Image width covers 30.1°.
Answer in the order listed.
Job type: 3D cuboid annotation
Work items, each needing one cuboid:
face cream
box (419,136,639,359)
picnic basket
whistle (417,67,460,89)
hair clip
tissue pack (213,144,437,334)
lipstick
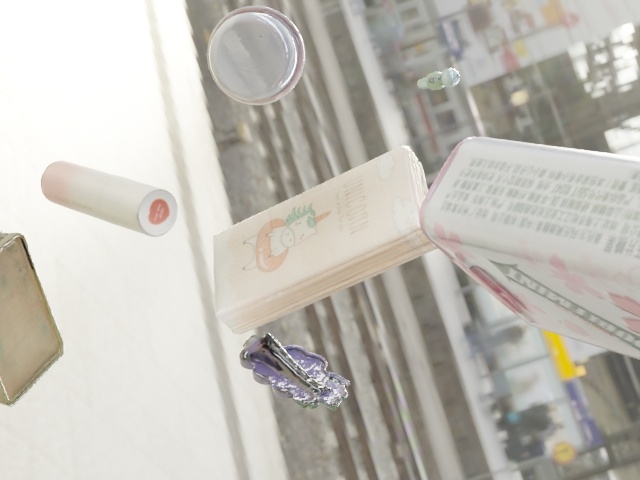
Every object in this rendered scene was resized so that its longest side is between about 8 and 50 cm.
[{"bbox_3d":[-0.075,-0.222,1.425,0.104,0.117,0.117,-56,126,-76],"label":"face cream"},{"bbox_3d":[0.256,0.021,0.851,0.190,0.112,0.370,37,-13,-35],"label":"box"},{"bbox_3d":[-0.528,0.116,1.849,0.165,0.139,0.266,-52,138,-48],"label":"picnic basket"},{"bbox_3d":[0.214,-0.290,2.153,0.035,0.100,0.035,4,83,-42],"label":"whistle"},{"bbox_3d":[-0.037,0.201,1.870,0.195,0.124,0.052,33,-48,26],"label":"hair clip"},{"bbox_3d":[0.000,0.000,1.670,0.071,0.325,0.170,48,26,-39],"label":"tissue pack"},{"bbox_3d":[-0.388,-0.079,2.158,0.327,0.087,0.087,17,-40,46],"label":"lipstick"}]
